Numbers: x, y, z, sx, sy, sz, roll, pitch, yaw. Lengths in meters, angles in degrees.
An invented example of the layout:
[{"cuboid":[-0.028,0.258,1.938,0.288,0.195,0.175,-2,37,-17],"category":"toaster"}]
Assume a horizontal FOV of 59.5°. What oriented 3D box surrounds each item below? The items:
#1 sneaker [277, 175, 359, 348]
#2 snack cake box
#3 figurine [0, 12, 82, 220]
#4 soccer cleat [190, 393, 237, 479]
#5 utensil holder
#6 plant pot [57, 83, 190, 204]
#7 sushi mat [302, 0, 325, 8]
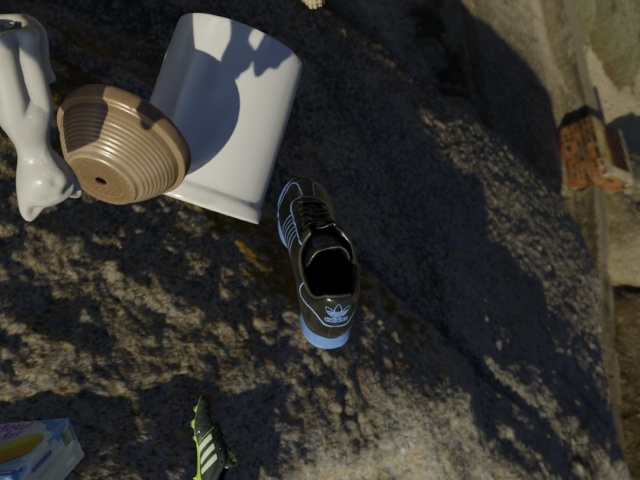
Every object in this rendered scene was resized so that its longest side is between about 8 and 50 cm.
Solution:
[{"cuboid":[0.000,0.000,0.629,0.081,0.091,0.232,-5,53,-13],"category":"sneaker"},{"cuboid":[-0.575,0.395,0.968,0.152,0.264,0.089,-62,140,-68],"category":"snack cake box"},{"cuboid":[-0.340,-0.091,0.536,0.214,0.092,0.210,-30,135,-37],"category":"figurine"},{"cuboid":[-0.179,0.353,0.952,0.060,0.072,0.179,46,38,-70],"category":"soccer cleat"},{"cuboid":[-0.237,-0.268,1.289,0.327,0.327,0.386,19,89,-35],"category":"utensil holder"},{"cuboid":[-0.355,-0.141,0.967,0.237,0.237,0.110,37,51,-25],"category":"plant pot"},{"cuboid":[-0.065,-0.299,0.539,0.151,0.019,0.316,30,10,-4],"category":"sushi mat"}]
